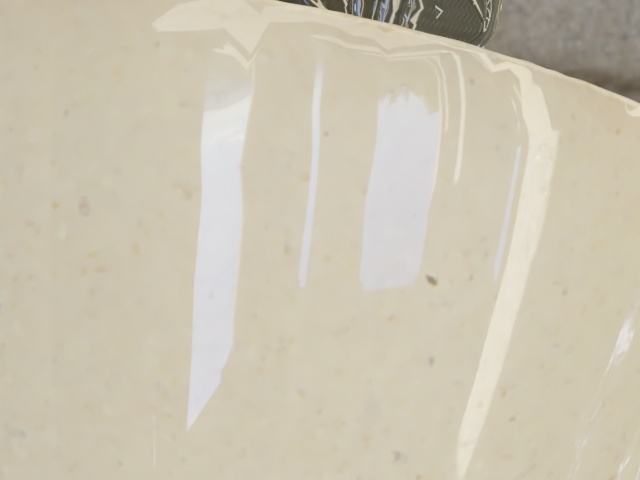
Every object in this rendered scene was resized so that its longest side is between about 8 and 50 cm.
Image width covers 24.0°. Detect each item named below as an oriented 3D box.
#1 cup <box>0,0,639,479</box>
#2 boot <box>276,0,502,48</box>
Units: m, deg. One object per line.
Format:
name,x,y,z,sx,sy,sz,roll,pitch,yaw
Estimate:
cup,-0.038,0.083,0.487,0.331,0.236,0.331,10,172,1
boot,-0.044,-0.143,0.767,0.236,0.085,0.178,12,178,-21
